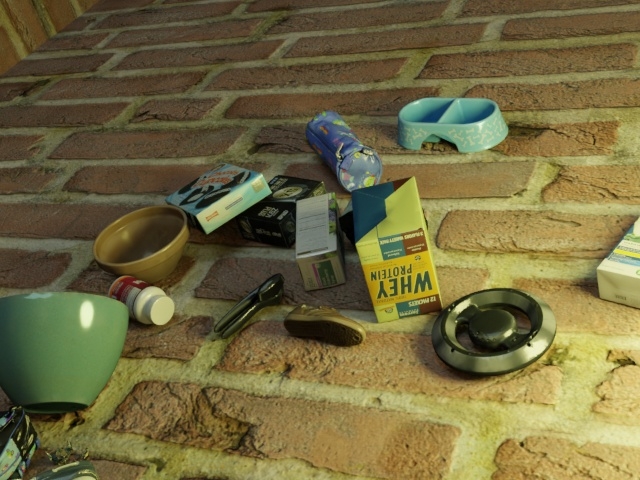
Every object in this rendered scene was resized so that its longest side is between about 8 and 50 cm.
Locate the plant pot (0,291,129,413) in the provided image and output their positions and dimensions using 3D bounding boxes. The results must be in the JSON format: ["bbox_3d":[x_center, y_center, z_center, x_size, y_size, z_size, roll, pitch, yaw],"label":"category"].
[{"bbox_3d":[-0.527,0.236,1.800,0.290,0.290,0.195,-10,70,12],"label":"plant pot"}]

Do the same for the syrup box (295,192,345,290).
[{"bbox_3d":[0.000,0.000,2.016,0.096,0.093,0.237,-13,34,7],"label":"syrup box"}]

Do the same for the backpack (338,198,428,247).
[{"bbox_3d":[0.136,-0.048,1.998,0.182,0.152,0.115,-9,27,35],"label":"backpack"}]

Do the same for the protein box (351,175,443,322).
[{"bbox_3d":[0.152,0.017,1.822,0.136,0.201,0.200,-13,34,8],"label":"protein box"}]

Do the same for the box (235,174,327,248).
[{"bbox_3d":[-0.091,-0.072,2.177,0.147,0.077,0.180,12,44,37],"label":"box"}]

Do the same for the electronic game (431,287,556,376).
[{"bbox_3d":[0.318,0.165,1.671,0.229,0.048,0.229,-13,34,9],"label":"electronic game"}]

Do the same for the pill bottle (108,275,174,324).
[{"bbox_3d":[-0.396,0.136,2.011,0.152,0.086,0.086,18,47,40],"label":"pill bottle"}]

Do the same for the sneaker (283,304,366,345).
[{"bbox_3d":[0.016,0.158,1.806,0.188,0.066,0.071,7,40,32],"label":"sneaker"}]

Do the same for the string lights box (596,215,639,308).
[{"bbox_3d":[0.642,0.021,1.703,0.133,0.077,0.259,15,45,41],"label":"string lights box"}]

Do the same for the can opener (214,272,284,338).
[{"bbox_3d":[-0.151,0.138,1.922,0.186,0.073,0.059,-39,46,-15],"label":"can opener"}]

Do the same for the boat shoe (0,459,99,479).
[{"bbox_3d":[-0.516,0.458,1.591,0.254,0.095,0.079,-24,35,-12],"label":"boat shoe"}]

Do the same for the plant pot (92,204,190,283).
[{"bbox_3d":[-0.412,0.025,2.157,0.237,0.110,0.237,-13,34,9],"label":"plant pot"}]

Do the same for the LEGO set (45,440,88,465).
[{"bbox_3d":[-0.480,0.410,1.717,0.083,0.023,0.054,15,46,21],"label":"LEGO set"}]

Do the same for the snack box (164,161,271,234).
[{"bbox_3d":[-0.260,-0.111,2.241,0.187,0.060,0.322,-34,20,-14],"label":"snack box"}]

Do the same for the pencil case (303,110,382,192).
[{"bbox_3d":[0.052,-0.228,2.292,0.119,0.133,0.306,-51,32,10],"label":"pencil case"}]

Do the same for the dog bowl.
[{"bbox_3d":[0.330,-0.302,2.319,0.297,0.074,0.166,8,41,32],"label":"dog bowl"}]

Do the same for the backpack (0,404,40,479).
[{"bbox_3d":[-0.628,0.408,1.695,0.158,0.117,0.173,-8,34,13],"label":"backpack"}]
